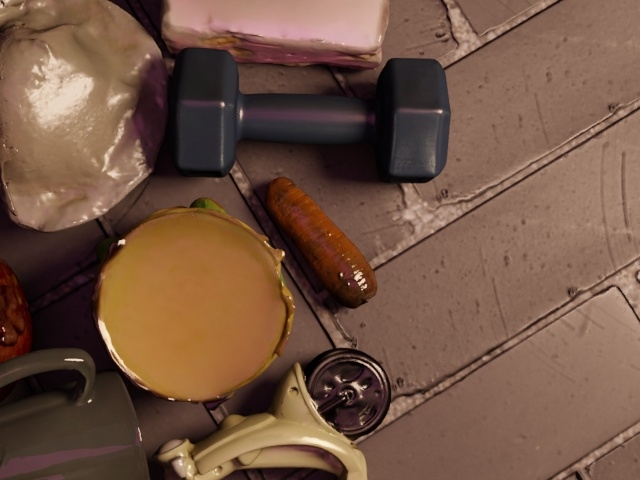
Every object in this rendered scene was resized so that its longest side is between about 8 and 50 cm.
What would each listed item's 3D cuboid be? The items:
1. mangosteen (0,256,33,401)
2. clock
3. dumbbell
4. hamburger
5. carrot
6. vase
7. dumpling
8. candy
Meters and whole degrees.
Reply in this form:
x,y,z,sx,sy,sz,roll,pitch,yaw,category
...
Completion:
x,y,z,sx,sy,sz,roll,pitch,yaw,category
-0.446,0.103,1.176,0.258,0.215,0.215,-14,86,17,mangosteen
-0.043,0.320,1.220,0.277,0.120,0.378,-5,86,-9,clock
-0.013,-0.140,1.238,0.316,0.143,0.156,2,57,-3,dumbbell
-0.147,0.064,1.218,0.237,0.149,0.237,0,92,-9,hamburger
0.000,0.000,1.278,0.060,0.060,0.186,-37,83,-6,carrot
-0.323,0.226,1.109,0.301,0.156,0.251,-11,124,-23,vase
-0.300,-0.152,1.240,0.205,0.163,0.292,-3,83,-38,dumpling
-0.050,-0.290,1.269,0.265,0.116,0.155,3,86,-4,candy
